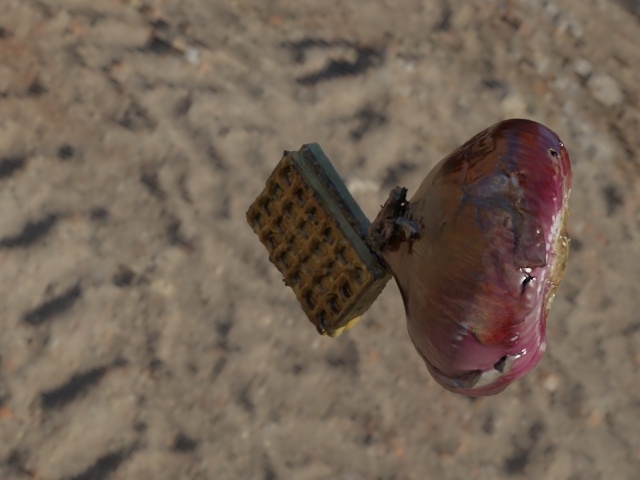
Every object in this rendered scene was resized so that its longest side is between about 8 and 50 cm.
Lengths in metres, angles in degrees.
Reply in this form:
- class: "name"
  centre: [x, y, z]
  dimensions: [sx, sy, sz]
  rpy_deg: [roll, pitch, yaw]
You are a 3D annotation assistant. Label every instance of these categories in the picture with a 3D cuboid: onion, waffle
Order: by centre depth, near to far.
- class: "onion"
  centre: [0.119, 0.012, 1.497]
  dimensions: [0.163, 0.230, 0.230]
  rpy_deg: [6, 30, 5]
- class: "waffle"
  centre: [0.000, 0.000, 1.615]
  dimensions: [0.042, 0.102, 0.148]
  rpy_deg: [-15, 62, -40]
